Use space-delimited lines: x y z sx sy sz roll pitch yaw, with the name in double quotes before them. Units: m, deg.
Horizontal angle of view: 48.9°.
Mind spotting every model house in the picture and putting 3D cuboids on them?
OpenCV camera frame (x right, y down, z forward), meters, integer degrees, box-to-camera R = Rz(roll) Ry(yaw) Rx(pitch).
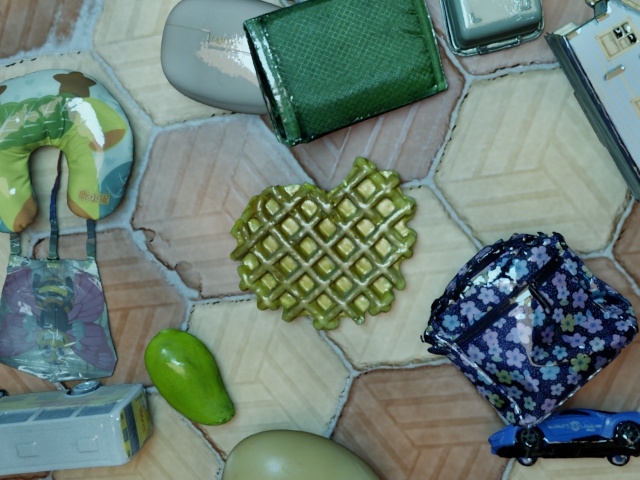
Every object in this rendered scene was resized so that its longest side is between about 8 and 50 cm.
"model house" 0.413 -0.185 0.803 0.206 0.178 0.271 -30 92 18

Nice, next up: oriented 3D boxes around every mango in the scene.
"mango" -0.185 0.200 1.007 0.091 0.074 0.165 -39 93 10

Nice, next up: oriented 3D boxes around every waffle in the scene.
"waffle" 0.000 0.000 0.957 0.253 0.056 0.248 15 101 6

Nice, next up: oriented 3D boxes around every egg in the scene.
"egg" -0.025 0.360 0.952 0.244 0.201 0.201 36 103 14

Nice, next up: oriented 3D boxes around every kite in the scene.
"kite" -0.397 0.042 1.036 0.204 0.022 0.360 4 101 8

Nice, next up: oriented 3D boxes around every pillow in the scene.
"pillow" -0.371 -0.124 0.966 0.234 0.086 0.214 -7 98 0

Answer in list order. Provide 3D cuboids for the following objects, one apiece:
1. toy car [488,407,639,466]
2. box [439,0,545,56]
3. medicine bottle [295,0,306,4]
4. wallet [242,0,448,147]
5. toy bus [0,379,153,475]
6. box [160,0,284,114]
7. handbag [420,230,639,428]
"toy car" 0.335 0.261 0.943 0.216 0.103 0.063 -3 60 10
"box" 0.204 -0.319 0.853 0.124 0.093 0.172 -13 98 10
"medicine bottle" -0.029 -0.347 0.887 0.080 0.080 0.130 -43 93 12
"wallet" 0.035 -0.225 0.868 0.236 0.055 0.160 -23 108 -18
"toy bus" -0.420 0.280 1.021 0.343 0.138 0.097 -7 101 7
"box" -0.108 -0.241 0.912 0.200 0.088 0.145 12 100 4
"handbag" 0.259 0.106 0.904 0.229 0.127 0.208 -44 85 13
